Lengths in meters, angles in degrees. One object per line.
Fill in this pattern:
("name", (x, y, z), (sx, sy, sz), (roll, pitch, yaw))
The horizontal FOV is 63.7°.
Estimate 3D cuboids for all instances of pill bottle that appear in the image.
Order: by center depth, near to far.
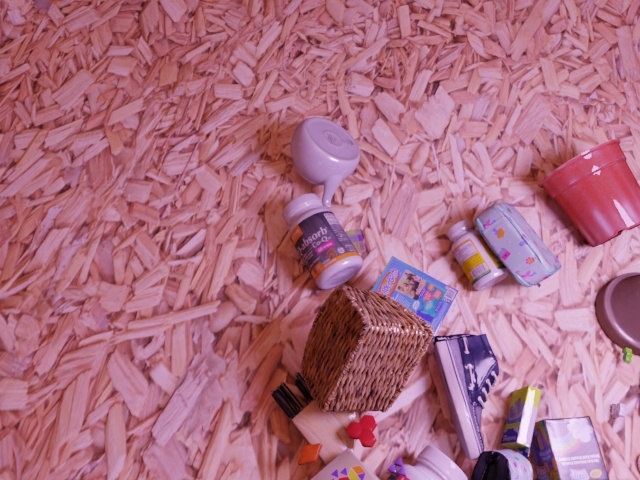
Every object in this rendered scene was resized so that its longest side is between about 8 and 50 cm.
("pill bottle", (0.214, 0.670, 1.259), (0.176, 0.176, 0.318), (41, 69, 17))
("pill bottle", (0.000, 0.000, 1.595), (0.162, 0.162, 0.278), (-26, 67, -13))
("pill bottle", (0.484, 0.042, 1.611), (0.118, 0.117, 0.208), (-22, 66, -12))

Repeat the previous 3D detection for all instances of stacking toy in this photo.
("stacking toy", (0.930, 0.430, 1.463), (0.167, 0.052, 0.221), (19, 67, 6))

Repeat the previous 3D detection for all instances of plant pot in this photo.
("plant pot", (0.984, 0.183, 1.493), (0.264, 0.229, 0.262), (0, 62, -1))
("plant pot", (0.894, -0.137, 1.646), (0.273, 0.272, 0.264), (-22, 75, -12))

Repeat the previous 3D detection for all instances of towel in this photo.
("towel", (0.111, 0.004, 1.680), (0.060, 0.009, 0.083), (-10, 64, -5))

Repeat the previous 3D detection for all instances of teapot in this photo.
("teapot", (-0.006, -0.279, 1.730), (0.253, 0.187, 0.256), (35, 39, -5))

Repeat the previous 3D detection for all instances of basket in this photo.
("basket", (0.108, 0.278, 1.349), (0.223, 0.299, 0.213), (10, 24, -30))

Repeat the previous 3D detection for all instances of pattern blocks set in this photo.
("pattern blocks set", (0.052, 0.604, 1.233), (0.325, 0.026, 0.285), (-30, 50, -9))

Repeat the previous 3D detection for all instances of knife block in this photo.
("knife block", (-0.027, 0.502, 1.386), (0.242, 0.088, 0.275), (5, 64, 2))

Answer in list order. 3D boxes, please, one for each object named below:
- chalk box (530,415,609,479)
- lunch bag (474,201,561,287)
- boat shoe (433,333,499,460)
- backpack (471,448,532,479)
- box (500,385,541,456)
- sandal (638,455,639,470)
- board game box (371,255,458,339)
("chalk box", (0.644, 0.579, 1.342), (0.133, 0.132, 0.212), (-3, 65, -4))
("lunch bag", (0.608, 0.014, 1.581), (0.108, 0.224, 0.279), (-41, 72, 27))
("boat shoe", (0.430, 0.412, 1.417), (0.158, 0.127, 0.340), (-11, 63, 2))
("backpack", (0.459, 0.621, 1.298), (0.115, 0.152, 0.181), (14, 79, -32))
("box", (0.541, 0.491, 1.394), (0.043, 0.109, 0.178), (22, 65, 5))
("sandal", (0.947, 0.670, 1.333), (0.102, 0.076, 0.265), (-21, 66, -12))
("board game box", (0.254, 0.160, 1.442), (0.210, 0.047, 0.160), (29, 66, 13))
